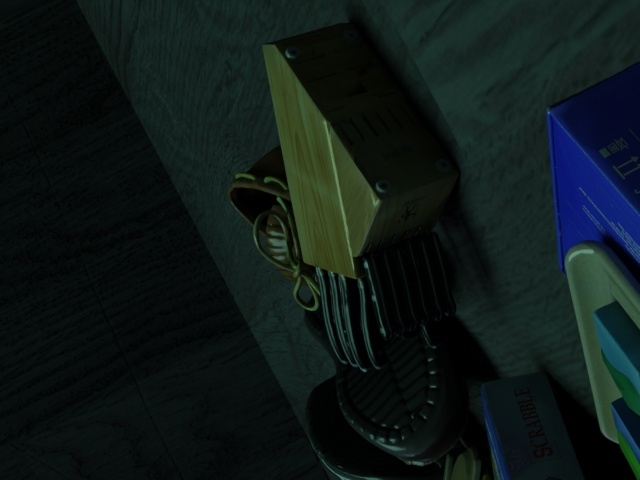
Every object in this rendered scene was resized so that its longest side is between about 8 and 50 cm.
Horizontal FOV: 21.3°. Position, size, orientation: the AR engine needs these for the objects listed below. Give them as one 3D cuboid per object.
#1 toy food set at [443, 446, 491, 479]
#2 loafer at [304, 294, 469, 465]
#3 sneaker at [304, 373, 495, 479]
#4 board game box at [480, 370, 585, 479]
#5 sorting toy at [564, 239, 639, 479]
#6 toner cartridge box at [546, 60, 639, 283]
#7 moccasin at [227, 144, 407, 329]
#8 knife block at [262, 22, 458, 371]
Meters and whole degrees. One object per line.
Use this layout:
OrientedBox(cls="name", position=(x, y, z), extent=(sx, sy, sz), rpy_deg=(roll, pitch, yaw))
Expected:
OrientedBox(cls="toy food set", position=(0.145, 0.263, 1.625), extent=(0.192, 0.039, 0.132), rpy_deg=(136, 142, -85))
OrientedBox(cls="loafer", position=(0.093, 0.136, 1.839), extent=(0.130, 0.134, 0.366), rpy_deg=(42, -171, -24))
OrientedBox(cls="sneaker", position=(0.132, 0.324, 1.931), extent=(0.447, 0.169, 0.257), rpy_deg=(42, 155, 57))
OrientedBox(cls="board game box", position=(0.212, 0.330, 1.463), extent=(0.318, 0.066, 0.318), rpy_deg=(-99, -2, -62))
OrientedBox(cls="sorting toy", position=(0.207, 0.123, 0.969), extent=(0.208, 0.038, 0.193), rpy_deg=(52, 167, 45))
OrientedBox(cls="toner cartridge box", position=(0.251, 0.069, 0.936), extent=(0.348, 0.075, 0.165), rpy_deg=(55, 169, 36))
OrientedBox(cls="moccasin", position=(-0.001, -0.003, 1.800), extent=(0.380, 0.147, 0.139), rpy_deg=(48, 160, 53))
OrientedBox(cls="knife block", position=(0.026, -0.026, 1.568), extent=(0.275, 0.088, 0.242), rpy_deg=(57, 148, 25))
